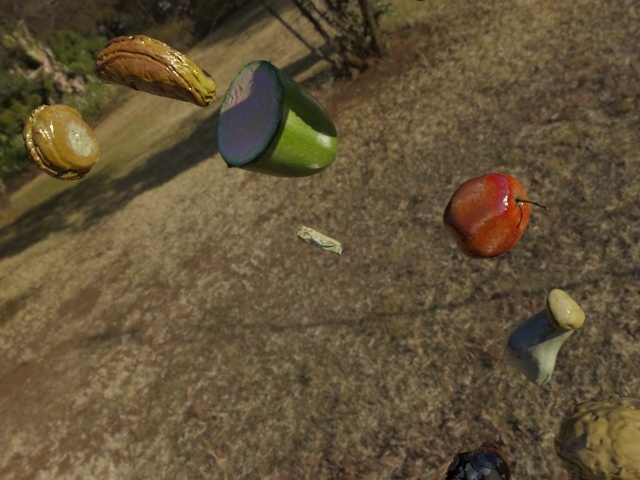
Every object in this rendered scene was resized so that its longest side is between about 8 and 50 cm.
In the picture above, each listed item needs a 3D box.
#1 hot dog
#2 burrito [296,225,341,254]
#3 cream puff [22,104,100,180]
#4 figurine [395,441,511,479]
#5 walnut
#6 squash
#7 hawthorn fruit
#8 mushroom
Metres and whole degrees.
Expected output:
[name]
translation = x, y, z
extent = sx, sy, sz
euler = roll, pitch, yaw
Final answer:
[hot dog]
translation = -0.372, -0.393, 1.495
extent = 0.196, 0.272, 0.122
euler = -21, -56, -82
[burrito]
translation = 0.000, 0.000, 1.854
extent = 0.055, 0.149, 0.041
euler = -45, -27, -58
[cream puff]
translation = -0.539, -0.199, 1.328
extent = 0.115, 0.165, 0.150
euler = -11, 15, 24
[figurine]
translation = 0.319, 0.615, 1.583
extent = 0.315, 0.187, 0.168
euler = -33, -11, 11
[walnut]
translation = 0.557, 0.387, 1.181
extent = 0.245, 0.198, 0.198
euler = -7, 38, 55
[squash]
translation = -0.088, -0.322, 1.846
extent = 0.310, 0.309, 0.310
euler = -12, 74, 47
[hawthorn fruit]
translation = 0.332, -0.060, 1.213
extent = 0.203, 0.163, 0.162
euler = -41, 12, 45
[mushroom]
translation = 0.596, 0.254, 1.702
extent = 0.122, 0.159, 0.328
euler = -54, -13, -36
